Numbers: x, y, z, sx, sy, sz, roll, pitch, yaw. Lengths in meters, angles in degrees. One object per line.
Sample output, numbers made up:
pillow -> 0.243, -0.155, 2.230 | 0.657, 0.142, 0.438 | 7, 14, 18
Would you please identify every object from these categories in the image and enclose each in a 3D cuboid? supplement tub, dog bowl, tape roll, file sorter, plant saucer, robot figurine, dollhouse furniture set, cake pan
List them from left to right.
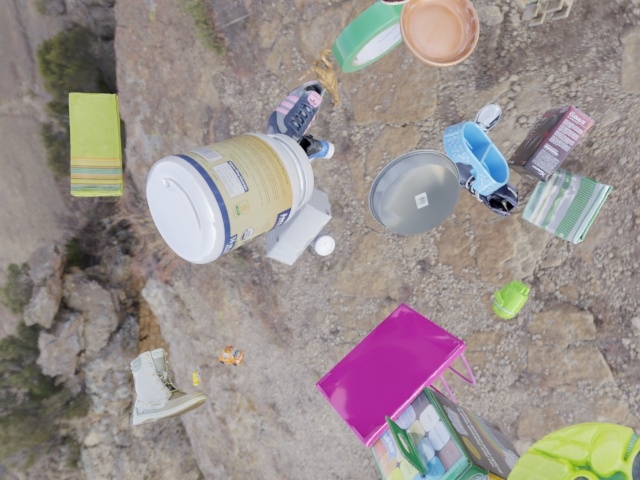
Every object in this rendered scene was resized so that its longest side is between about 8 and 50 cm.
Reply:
supplement tub -> -0.187, -0.108, 0.932 | 0.228, 0.316, 0.229 | 23, 127, 34
supplement tub -> 0.000, 0.000, 1.409 | 0.107, 0.070, 0.071 | -130, 39, -62
tape roll -> 0.193, -0.714, 1.460 | 0.321, 0.321, 0.077 | -29, 94, 42
file sorter -> 0.183, 0.337, 0.973 | 0.202, 0.290, 0.182 | 31, 158, 55
cake pan -> 0.294, -0.132, 1.279 | 0.054, 0.292, 0.293 | -107, 32, -50
plant saucer -> 0.284, -0.513, 1.018 | 0.037, 0.199, 0.200 | 165, 82, -82
dog bowl -> 0.562, -0.298, 1.500 | 0.297, 0.166, 0.074 | 45, 149, -14
robot figurine -> 0.522, 0.166, 1.161 | 0.067, 0.101, 0.115 | 48, 118, 47
dollhouse furniture set -> 0.631, -0.728, 1.121 | 0.242, 0.212, 0.161 | 21, 91, 56

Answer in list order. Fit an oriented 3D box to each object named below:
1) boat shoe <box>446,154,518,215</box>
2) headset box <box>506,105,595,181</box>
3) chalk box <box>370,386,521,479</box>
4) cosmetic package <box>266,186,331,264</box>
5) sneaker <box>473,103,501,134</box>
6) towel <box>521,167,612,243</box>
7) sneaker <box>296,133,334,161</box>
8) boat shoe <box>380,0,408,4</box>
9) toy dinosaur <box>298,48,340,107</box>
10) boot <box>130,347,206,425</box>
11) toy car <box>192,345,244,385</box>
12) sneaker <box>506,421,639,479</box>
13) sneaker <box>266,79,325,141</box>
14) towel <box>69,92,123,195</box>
boat shoe -> 0.634, -0.226, 1.664 | 0.340, 0.158, 0.127 | 28, 125, 1
headset box -> 0.880, -0.382, 1.619 | 0.110, 0.218, 0.293 | 34, 104, -3
chalk box -> 0.166, 0.307, 0.568 | 0.213, 0.132, 0.132 | 32, 103, -20
cosmetic package -> -0.073, -0.050, 1.334 | 0.238, 0.107, 0.127 | -53, 28, 30
sneaker -> 0.645, -0.438, 1.727 | 0.094, 0.153, 0.235 | 34, 145, -8
towel -> 0.940, -0.148, 1.641 | 0.325, 0.038, 0.248 | -118, 43, -65
sneaker -> -0.041, -0.239, 1.092 | 0.152, 0.084, 0.058 | 16, 95, 54
boat shoe -> 0.142, -0.413, 0.652 | 0.049, 0.137, 0.043 | 39, 160, 24
toy dinosaur -> 0.009, -0.376, 0.954 | 0.064, 0.211, 0.113 | -21, 75, 20
boot -> -0.371, 0.337, 1.004 | 0.213, 0.077, 0.165 | -23, 68, 23
toy car -> -0.226, 0.278, 0.941 | 0.060, 0.122, 0.041 | 15, 122, 26
sneaker -> 0.237, 0.302, 0.418 | 0.109, 0.123, 0.296 | 36, 111, 48
sneaker -> -0.063, -0.376, 1.229 | 0.131, 0.319, 0.112 | -27, 125, 34
towel -> -0.499, -0.214, 0.933 | 0.021, 0.102, 0.238 | 155, 110, -68
